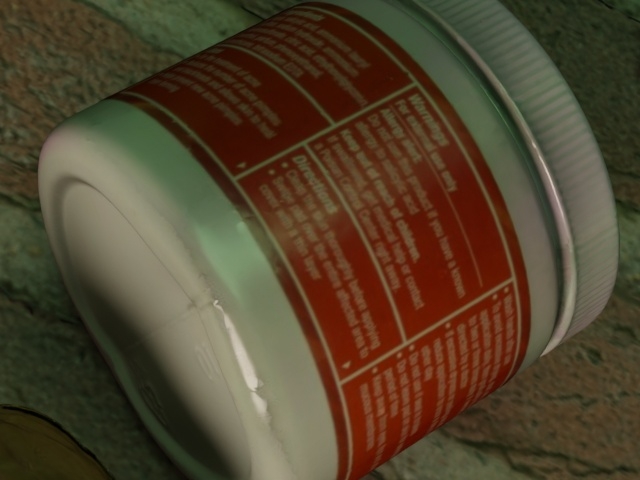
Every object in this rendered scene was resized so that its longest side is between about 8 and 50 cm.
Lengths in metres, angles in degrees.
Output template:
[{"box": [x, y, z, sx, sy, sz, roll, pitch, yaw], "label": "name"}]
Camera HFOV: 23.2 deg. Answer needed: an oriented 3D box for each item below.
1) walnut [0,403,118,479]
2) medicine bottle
[{"box": [-0.167, 0.198, 0.805, 0.198, 0.198, 0.245, -32, 82, -23], "label": "walnut"}, {"box": [0.000, 0.000, 0.886, 0.241, 0.252, 0.252, -29, 78, -22], "label": "medicine bottle"}]
